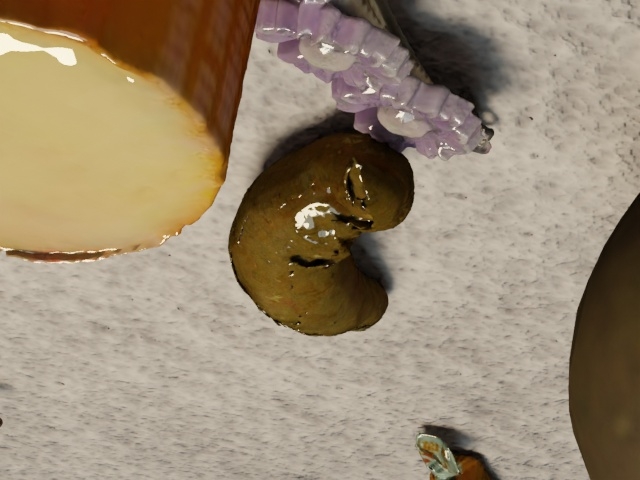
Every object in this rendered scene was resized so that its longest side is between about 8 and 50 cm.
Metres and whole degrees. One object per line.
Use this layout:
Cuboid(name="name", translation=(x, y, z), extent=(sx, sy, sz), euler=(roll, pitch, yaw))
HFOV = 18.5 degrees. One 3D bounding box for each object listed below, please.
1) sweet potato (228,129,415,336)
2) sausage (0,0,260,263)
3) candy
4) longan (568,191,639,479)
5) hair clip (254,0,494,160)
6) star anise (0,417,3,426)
Cuboid(name="sweet potato", translation=(-0.003, -0.001, 1.395), extent=(0.124, 0.098, 0.310), euler=(7, 155, 0))
Cuboid(name="sausage", translation=(-0.136, -0.160, 0.967), extent=(0.233, 0.287, 0.233), euler=(7, 149, 4))
Cuboid(name="candy", translation=(0.128, 0.227, 1.795), extent=(0.053, 0.046, 0.182), euler=(-2, 150, 22))
Cuboid(name="longan", translation=(0.352, 0.082, 1.212), extent=(0.405, 0.336, 0.404), euler=(-1, 114, -2))
Cuboid(name="hair clip", translation=(0.033, -0.118, 1.214), extent=(0.106, 0.084, 0.292), euler=(12, 160, 33))
Cuboid(name="star anise", translation=(-0.409, 0.170, 1.807), extent=(0.209, 0.089, 0.231), euler=(23, 160, -37))
